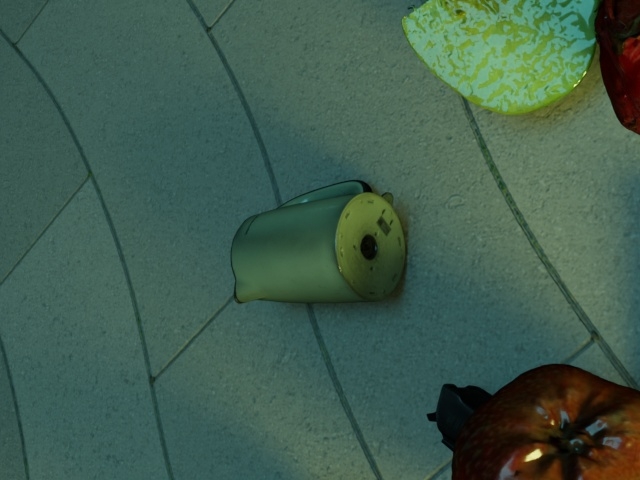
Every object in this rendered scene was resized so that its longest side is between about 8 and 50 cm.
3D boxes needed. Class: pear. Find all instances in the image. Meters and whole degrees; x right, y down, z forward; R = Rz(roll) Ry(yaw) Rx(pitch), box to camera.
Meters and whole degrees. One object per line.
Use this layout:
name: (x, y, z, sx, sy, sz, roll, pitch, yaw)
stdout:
pear: (0.297, -0.299, 1.593, 0.288, 0.139, 0.239, -36, 71, 24)

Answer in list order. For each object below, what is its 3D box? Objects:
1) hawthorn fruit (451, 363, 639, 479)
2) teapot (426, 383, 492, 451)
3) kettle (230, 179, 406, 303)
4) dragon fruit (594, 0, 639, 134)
hawthorn fruit: (0.285, 0.302, 1.335, 0.275, 0.275, 0.299, 50, 137, 38)
teapot: (0.215, 0.267, 1.528, 0.177, 0.087, 0.096, 32, 104, 42)
kettle: (0.000, 0.000, 1.763, 0.255, 0.165, 0.240, -8, 43, 44)
dragon fruit: (0.469, -0.232, 1.306, 0.296, 0.302, 0.295, -20, 58, 37)
